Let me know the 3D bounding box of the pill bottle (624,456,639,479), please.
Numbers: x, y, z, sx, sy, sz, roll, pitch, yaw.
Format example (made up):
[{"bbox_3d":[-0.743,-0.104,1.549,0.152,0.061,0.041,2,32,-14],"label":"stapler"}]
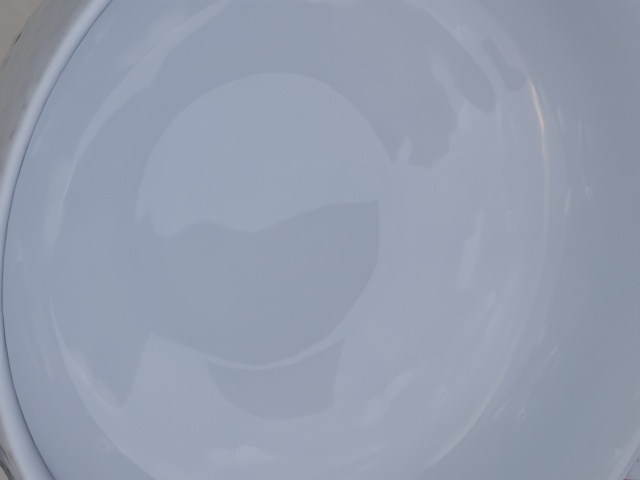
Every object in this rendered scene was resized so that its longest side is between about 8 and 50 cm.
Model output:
[{"bbox_3d":[0.183,0.059,0.782,0.087,0.087,0.160,-20,110,-57],"label":"pill bottle"}]

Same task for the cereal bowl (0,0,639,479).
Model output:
[{"bbox_3d":[0.000,0.000,0.608,0.339,0.141,0.339,-6,102,-29],"label":"cereal bowl"}]
